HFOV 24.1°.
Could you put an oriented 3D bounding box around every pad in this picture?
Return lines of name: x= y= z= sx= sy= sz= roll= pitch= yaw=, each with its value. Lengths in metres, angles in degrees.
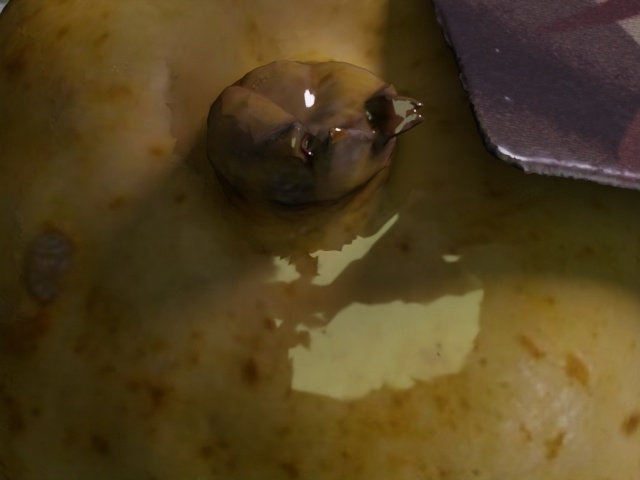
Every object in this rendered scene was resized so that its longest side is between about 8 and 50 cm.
pad: x=0.179 y=-0.081 z=0.568 sx=0.330 sy=0.004 sz=0.220 roll=8 pitch=45 yaw=-24

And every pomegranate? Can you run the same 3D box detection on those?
pomegranate: x=0.000 y=0.000 z=0.602 sx=0.342 sy=0.342 sz=0.342 roll=0 pitch=86 yaw=-2
